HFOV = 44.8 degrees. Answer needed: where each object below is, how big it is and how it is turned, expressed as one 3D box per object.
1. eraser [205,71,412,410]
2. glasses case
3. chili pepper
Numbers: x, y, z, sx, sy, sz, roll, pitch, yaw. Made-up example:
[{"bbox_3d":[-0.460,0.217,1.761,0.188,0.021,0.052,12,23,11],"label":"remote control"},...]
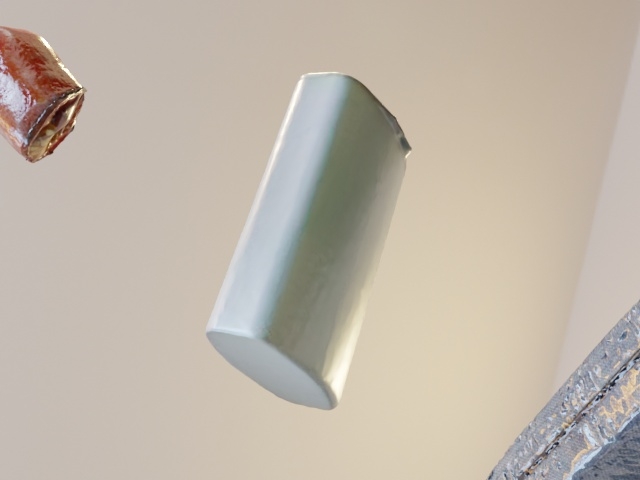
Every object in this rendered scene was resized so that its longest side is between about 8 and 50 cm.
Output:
[{"bbox_3d":[0.000,0.000,0.769,0.189,0.104,0.289,59,-136,-55],"label":"eraser"},{"bbox_3d":[0.174,0.086,0.379,0.109,0.067,0.282,11,-54,-22],"label":"glasses case"},{"bbox_3d":[-0.296,-0.159,0.740,0.086,0.192,0.084,-32,-26,-29],"label":"chili pepper"}]
